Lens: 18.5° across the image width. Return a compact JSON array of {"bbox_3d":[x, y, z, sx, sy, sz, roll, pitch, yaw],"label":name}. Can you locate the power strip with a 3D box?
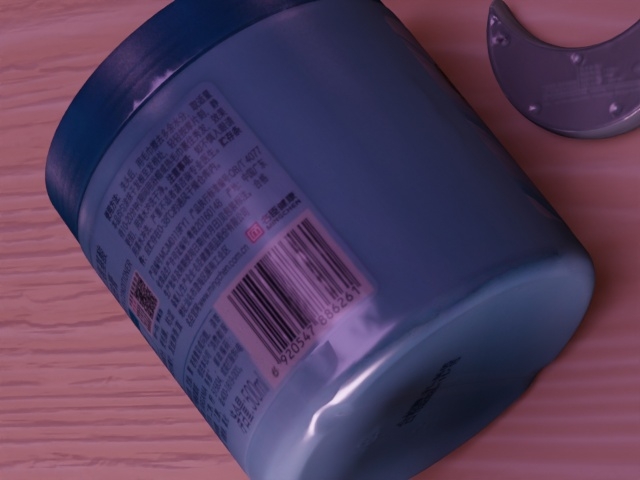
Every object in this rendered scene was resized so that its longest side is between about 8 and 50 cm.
[{"bbox_3d":[0.241,-0.154,1.639,0.216,0.044,0.137,-5,83,32],"label":"power strip"}]

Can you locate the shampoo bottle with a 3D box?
[{"bbox_3d":[0.000,0.000,1.607,0.331,0.331,0.343,-47,65,20],"label":"shampoo bottle"}]
